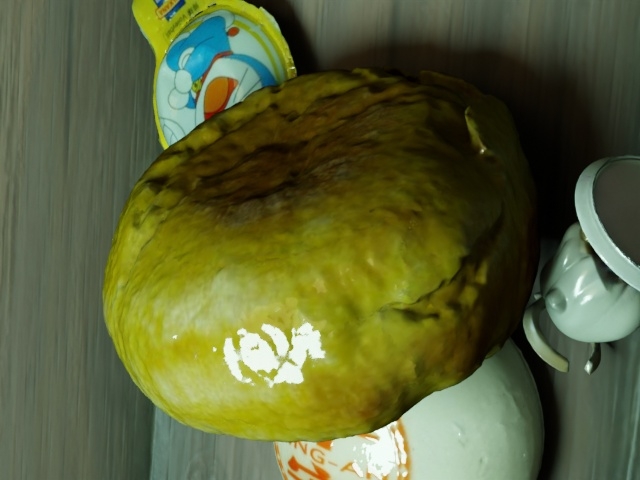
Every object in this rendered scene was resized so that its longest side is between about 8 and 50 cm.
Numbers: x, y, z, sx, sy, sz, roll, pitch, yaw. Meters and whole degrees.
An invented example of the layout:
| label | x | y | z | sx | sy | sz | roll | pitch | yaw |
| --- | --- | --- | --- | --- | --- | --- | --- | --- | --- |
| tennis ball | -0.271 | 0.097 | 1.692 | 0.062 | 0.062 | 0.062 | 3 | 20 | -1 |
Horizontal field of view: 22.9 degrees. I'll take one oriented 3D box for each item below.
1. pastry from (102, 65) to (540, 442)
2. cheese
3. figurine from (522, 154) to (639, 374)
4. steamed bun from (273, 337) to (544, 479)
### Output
| label | x | y | z | sx | sy | sz | roll | pitch | yaw |
| --- | --- | --- | --- | --- | --- | --- | --- | --- | --- |
| pastry | 0.000 | 0.000 | 1.148 | 0.356 | 0.356 | 0.163 | 12 | 134 | 38 |
| cheese | -0.099 | -0.153 | 1.372 | 0.177 | 0.069 | 0.270 | -39 | 71 | 37 |
| figurine | 0.204 | 0.032 | 1.122 | 0.132 | 0.132 | 0.153 | 55 | 139 | 20 |
| steamed bun | 0.052 | 0.150 | 1.232 | 0.232 | 0.145 | 0.231 | 8 | 103 | 36 |
